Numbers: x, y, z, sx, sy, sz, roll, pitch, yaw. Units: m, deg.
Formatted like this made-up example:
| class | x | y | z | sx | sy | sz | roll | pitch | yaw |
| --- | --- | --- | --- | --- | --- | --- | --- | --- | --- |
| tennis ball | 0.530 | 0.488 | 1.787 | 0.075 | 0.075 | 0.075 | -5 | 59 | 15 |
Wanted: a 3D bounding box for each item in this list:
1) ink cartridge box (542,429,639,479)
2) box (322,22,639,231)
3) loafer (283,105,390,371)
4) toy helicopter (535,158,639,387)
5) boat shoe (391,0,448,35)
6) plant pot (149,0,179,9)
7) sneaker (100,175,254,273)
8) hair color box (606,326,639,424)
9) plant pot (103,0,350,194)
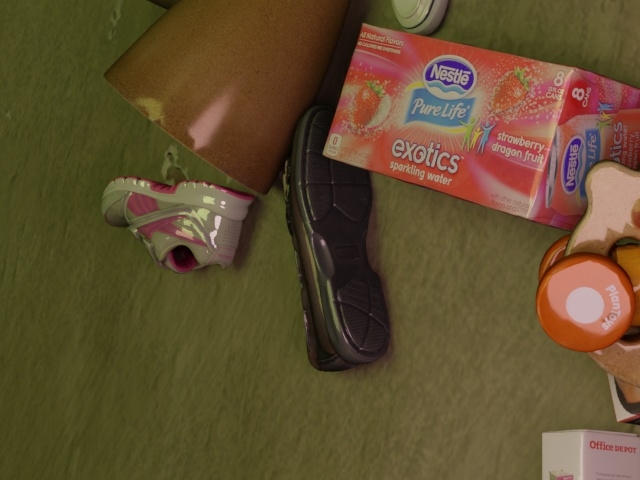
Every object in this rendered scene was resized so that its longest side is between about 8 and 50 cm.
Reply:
| class | x | y | z | sx | sy | sz | roll | pitch | yaw |
| --- | --- | --- | --- | --- | --- | --- | --- | --- | --- |
| ink cartridge box | 0.250 | 0.237 | 1.415 | 0.052 | 0.088 | 0.122 | -9 | 75 | 48 |
| box | 0.164 | -0.113 | 1.545 | 0.300 | 0.142 | 0.154 | 22 | 96 | 47 |
| loafer | 0.000 | 0.000 | 1.725 | 0.095 | 0.109 | 0.302 | -27 | 65 | 45 |
| toy helicopter | 0.346 | -0.032 | 1.319 | 0.235 | 0.140 | 0.355 | 24 | 102 | 5 |
| boat shoe | 0.093 | -0.343 | 1.720 | 0.083 | 0.076 | 0.226 | -15 | 71 | 44 |
| plant pot | -0.178 | -0.387 | 1.912 | 0.229 | 0.263 | 0.263 | 42 | 113 | 27 |
| sneaker | -0.193 | -0.017 | 1.930 | 0.252 | 0.103 | 0.111 | 4 | 82 | 48 |
| hair color box | 0.300 | 0.093 | 1.428 | 0.072 | 0.043 | 0.141 | -27 | 63 | 38 |
| plant pot | -0.085 | -0.225 | 1.797 | 0.254 | 0.237 | 0.237 | -54 | 46 | 5 |
